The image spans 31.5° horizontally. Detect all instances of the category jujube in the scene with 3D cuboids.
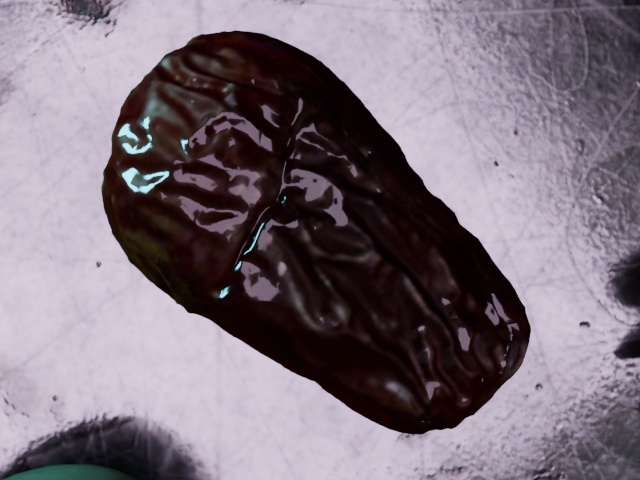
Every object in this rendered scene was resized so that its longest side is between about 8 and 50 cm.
[{"bbox_3d":[0.000,0.000,0.842,0.342,0.216,0.216,39,88,-4],"label":"jujube"}]

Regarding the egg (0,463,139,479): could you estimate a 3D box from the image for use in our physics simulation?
[{"bbox_3d":[-0.212,0.329,0.798,0.258,0.258,0.352,23,94,-2],"label":"egg"}]
